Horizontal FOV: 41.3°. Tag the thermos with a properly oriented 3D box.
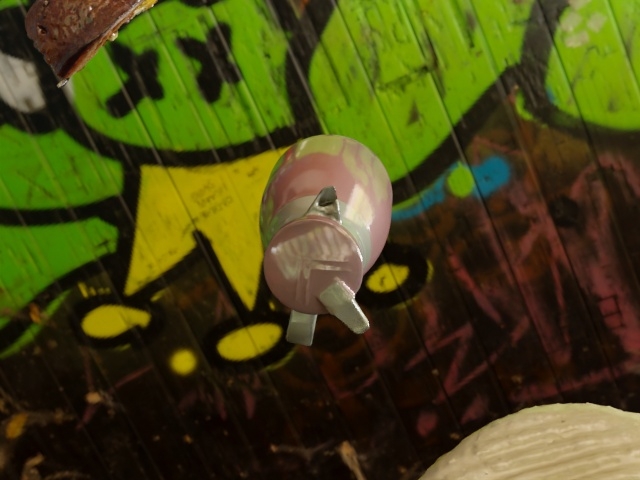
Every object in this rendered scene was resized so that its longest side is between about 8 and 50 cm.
[{"bbox_3d":[0.000,0.000,0.869,0.146,0.176,0.265,10,-160,1],"label":"thermos"}]

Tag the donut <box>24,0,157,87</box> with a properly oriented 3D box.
[{"bbox_3d":[-0.238,-0.289,0.968,0.141,0.085,0.217,-34,-163,40],"label":"donut"}]

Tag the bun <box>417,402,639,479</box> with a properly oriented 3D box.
[{"bbox_3d":[0.204,0.295,0.587,0.365,0.219,0.365,-16,-142,13],"label":"bun"}]
